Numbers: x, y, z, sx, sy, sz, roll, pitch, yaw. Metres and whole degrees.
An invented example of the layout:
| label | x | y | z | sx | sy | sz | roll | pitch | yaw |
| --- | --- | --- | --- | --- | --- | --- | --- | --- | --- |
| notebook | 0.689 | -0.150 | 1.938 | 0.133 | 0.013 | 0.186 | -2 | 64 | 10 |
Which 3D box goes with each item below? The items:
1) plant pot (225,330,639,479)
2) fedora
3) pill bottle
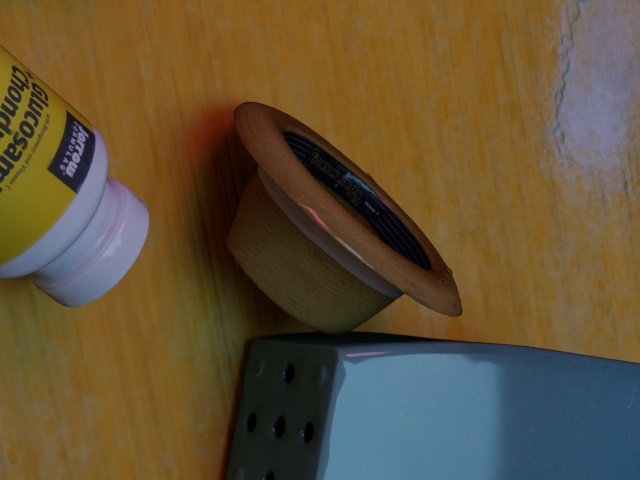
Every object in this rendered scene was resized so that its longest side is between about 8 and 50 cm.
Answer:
| label | x | y | z | sx | sy | sz | roll | pitch | yaw |
| --- | --- | --- | --- | --- | --- | --- | --- | --- | --- |
| plant pot | 0.070 | 0.135 | 1.216 | 0.234 | 0.165 | 0.166 | 15 | 82 | -32 |
| fedora | 0.000 | 0.000 | 1.171 | 0.079 | 0.194 | 0.194 | -46 | 127 | 11 |
| pill bottle | -0.179 | -0.044 | 1.024 | 0.184 | 0.103 | 0.103 | 42 | 66 | -34 |
